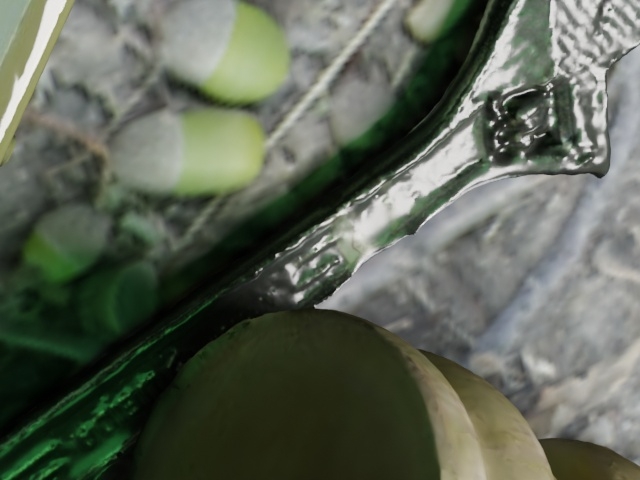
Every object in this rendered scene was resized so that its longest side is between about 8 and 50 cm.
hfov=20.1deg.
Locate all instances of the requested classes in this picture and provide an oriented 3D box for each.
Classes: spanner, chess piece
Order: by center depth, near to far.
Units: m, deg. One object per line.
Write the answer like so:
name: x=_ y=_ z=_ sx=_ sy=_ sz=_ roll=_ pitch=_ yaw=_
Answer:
spanner: x=0.000 y=0.000 z=0.612 sx=0.325 sy=0.026 sz=0.093 roll=-37 pitch=120 yaw=-8
chess piece: x=0.067 y=0.117 z=0.629 sx=0.261 sy=0.143 sz=0.142 roll=20 pitch=100 yaw=-44

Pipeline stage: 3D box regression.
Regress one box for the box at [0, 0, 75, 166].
box: x=-0.130 y=-0.153 z=0.476 sx=0.211 sy=0.045 sz=0.270 roll=19 pitch=100 yaw=-31
